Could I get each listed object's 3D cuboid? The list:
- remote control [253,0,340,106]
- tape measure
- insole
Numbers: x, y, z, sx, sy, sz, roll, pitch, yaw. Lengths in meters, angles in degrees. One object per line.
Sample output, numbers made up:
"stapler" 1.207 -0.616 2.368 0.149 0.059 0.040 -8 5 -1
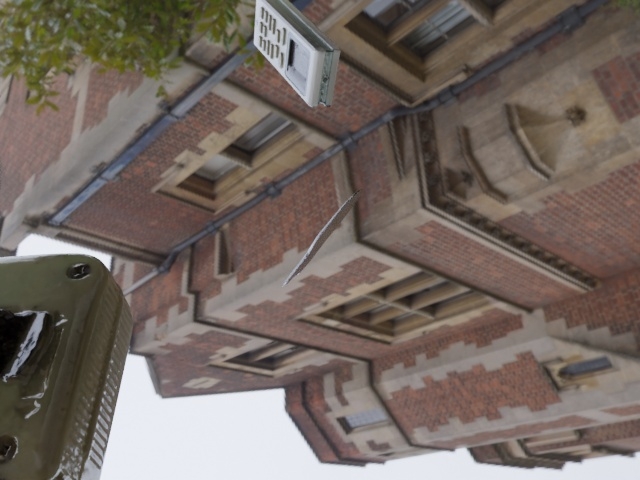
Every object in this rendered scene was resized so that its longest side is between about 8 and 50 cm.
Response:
"remote control" -0.052 -0.349 1.125 0.055 0.103 0.277 -11 -137 -24
"tape measure" -0.313 0.140 0.577 0.133 0.231 0.271 83 -176 -52
"insole" 0.000 0.000 0.689 0.004 0.188 0.064 44 -131 6
